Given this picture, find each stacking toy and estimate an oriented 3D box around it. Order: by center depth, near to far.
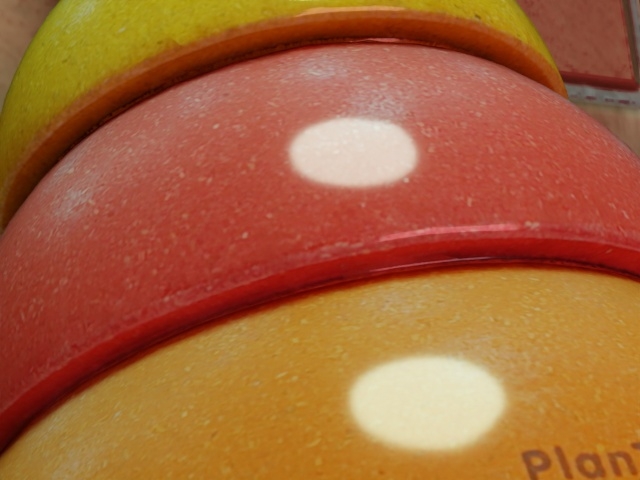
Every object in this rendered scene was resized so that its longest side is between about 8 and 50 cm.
[{"bbox_3d":[0.000,0.000,0.647,0.350,0.350,0.480,11,53,-34],"label":"stacking toy"}]
